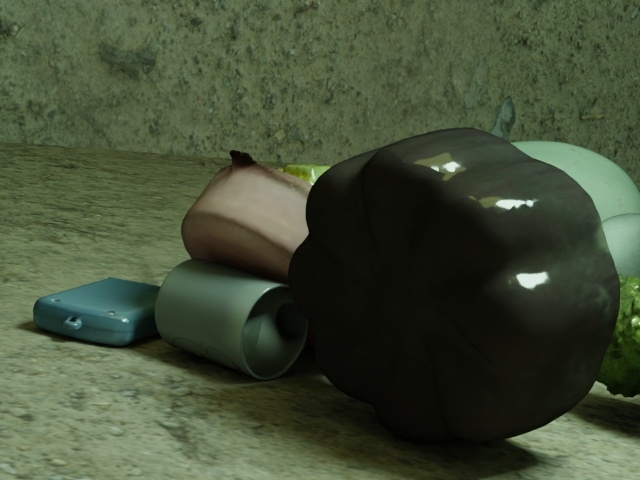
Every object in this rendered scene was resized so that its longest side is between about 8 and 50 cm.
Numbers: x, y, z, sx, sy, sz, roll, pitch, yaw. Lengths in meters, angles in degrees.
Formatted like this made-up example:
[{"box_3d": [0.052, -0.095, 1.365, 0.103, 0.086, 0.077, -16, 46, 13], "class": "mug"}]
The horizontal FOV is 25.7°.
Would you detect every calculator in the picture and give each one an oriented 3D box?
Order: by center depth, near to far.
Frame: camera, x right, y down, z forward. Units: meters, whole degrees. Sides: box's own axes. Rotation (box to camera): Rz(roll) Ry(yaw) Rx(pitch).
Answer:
[{"box_3d": [-0.224, 0.076, 1.528, 0.121, 0.039, 0.210, 9, 9, 18], "class": "calculator"}]

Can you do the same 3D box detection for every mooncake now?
[{"box_3d": [0.109, 0.041, 1.247, 0.154, 0.306, 0.306, -13, 20, -41], "class": "mooncake"}]

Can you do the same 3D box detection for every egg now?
[{"box_3d": [0.301, -0.033, 2.069, 0.371, 0.230, 0.230, 1, 10, -15], "class": "egg"}]

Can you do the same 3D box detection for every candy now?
[{"box_3d": [-0.035, 0.018, 1.485, 0.255, 0.094, 0.255, 29, -22, 13], "class": "candy"}]

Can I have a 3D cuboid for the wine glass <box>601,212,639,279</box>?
[{"box_3d": [0.413, -0.003, 1.738, 0.143, 0.321, 0.143, 16, 46, -18], "class": "wine glass"}]

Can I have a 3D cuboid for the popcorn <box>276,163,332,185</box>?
[{"box_3d": [0.000, 0.000, 1.817, 0.212, 0.198, 0.198, 50, 29, 23], "class": "popcorn"}]

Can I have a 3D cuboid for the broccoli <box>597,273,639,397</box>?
[{"box_3d": [0.416, 0.058, 1.394, 0.186, 0.302, 0.254, 51, -10, -31], "class": "broccoli"}]

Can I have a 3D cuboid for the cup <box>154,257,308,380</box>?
[{"box_3d": [-0.084, 0.091, 1.436, 0.133, 0.136, 0.099, 15, 54, 39], "class": "cup"}]
